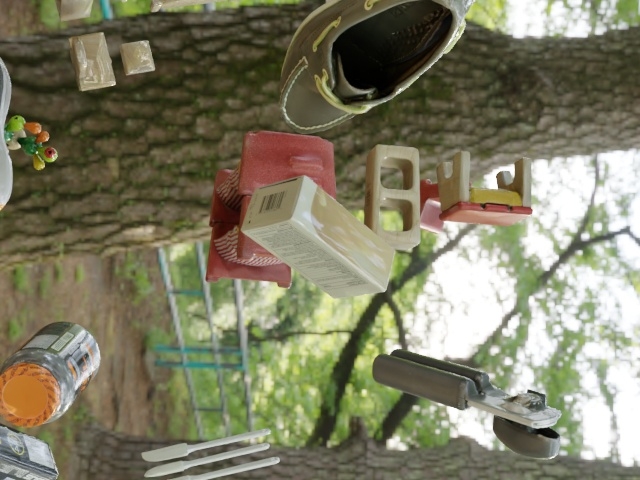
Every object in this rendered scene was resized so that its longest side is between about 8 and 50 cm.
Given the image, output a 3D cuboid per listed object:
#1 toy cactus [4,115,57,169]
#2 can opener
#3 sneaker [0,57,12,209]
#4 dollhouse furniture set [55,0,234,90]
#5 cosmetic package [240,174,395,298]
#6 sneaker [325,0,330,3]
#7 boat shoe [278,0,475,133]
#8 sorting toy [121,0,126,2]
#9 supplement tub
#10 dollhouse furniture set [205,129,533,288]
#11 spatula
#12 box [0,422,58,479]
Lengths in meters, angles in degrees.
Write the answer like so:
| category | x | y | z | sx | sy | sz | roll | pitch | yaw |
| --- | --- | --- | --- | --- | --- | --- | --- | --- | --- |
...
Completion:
| category | x | y | z | sx | sy | sz | roll | pitch | yaw |
| --- | --- | --- | --- | --- | --- | --- | --- | --- | --- |
| toy cactus | -0.608 | -0.195 | 1.761 | 0.180 | 0.218 | 0.112 | -169 | -88 | -86 |
| can opener | 0.196 | 0.227 | 1.247 | 0.076 | 0.283 | 0.095 | -10 | 106 | -47 |
| sneaker | -0.513 | -0.189 | 1.205 | 0.180 | 0.124 | 0.321 | 36 | 28 | -59 |
| dollhouse furniture set | -0.213 | -0.405 | 1.337 | 0.174 | 0.355 | 0.303 | 179 | -102 | -73 |
| cosmetic package | 0.000 | 0.000 | 0.713 | 0.115 | 0.060 | 0.041 | 39 | 55 | -36 |
| sneaker | 0.146 | -0.420 | 1.467 | 0.110 | 0.292 | 0.118 | 58 | 17 | -44 |
| boat shoe | 0.040 | -0.182 | 0.884 | 0.305 | 0.109 | 0.091 | -35 | -151 | 50 |
| sorting toy | -0.285 | -0.425 | 1.112 | 0.208 | 0.038 | 0.193 | 41 | 43 | -39 |
| supplement tub | -0.410 | 0.201 | 1.360 | 0.190 | 0.116 | 0.117 | -79 | 171 | -77 |
| dollhouse furniture set | 0.057 | -0.023 | 1.145 | 0.201 | 0.373 | 0.152 | 145 | -53 | -71 |
| spatula | -0.198 | 0.396 | 1.621 | 0.168 | 0.241 | 0.019 | -135 | -144 | -73 |
| box | -0.751 | 0.455 | 1.736 | 0.097 | 0.318 | 0.395 | 59 | 5 | 33 |
